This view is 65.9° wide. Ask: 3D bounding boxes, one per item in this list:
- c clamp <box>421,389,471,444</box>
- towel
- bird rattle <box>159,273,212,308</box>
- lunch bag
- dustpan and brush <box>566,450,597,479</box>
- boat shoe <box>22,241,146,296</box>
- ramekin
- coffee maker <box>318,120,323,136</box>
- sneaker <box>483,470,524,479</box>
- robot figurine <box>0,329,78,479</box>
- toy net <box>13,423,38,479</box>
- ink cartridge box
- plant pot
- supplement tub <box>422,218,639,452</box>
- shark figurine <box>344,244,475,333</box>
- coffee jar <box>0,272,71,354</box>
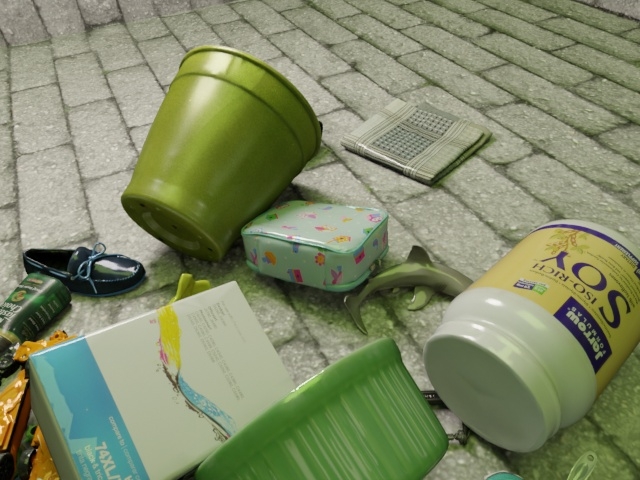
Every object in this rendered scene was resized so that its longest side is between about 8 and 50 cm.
[{"bbox_3d":[0.168,0.298,0.785,0.161,0.022,0.137,-7,36,-3],"label":"c clamp"},{"bbox_3d":[0.274,-0.298,1.396,0.312,0.056,0.324,31,52,32],"label":"towel"},{"bbox_3d":[-0.223,0.191,0.857,0.207,0.143,0.253,16,47,-3],"label":"bird rattle"},{"bbox_3d":[0.000,0.000,1.020,0.279,0.108,0.224,11,28,27],"label":"lunch bag"},{"bbox_3d":[0.309,0.368,0.665,0.211,0.060,0.147,-33,50,-27],"label":"dustpan and brush"},{"bbox_3d":[-0.504,0.061,1.036,0.258,0.089,0.109,-2,43,1],"label":"boat shoe"},{"bbox_3d":[0.013,0.271,0.620,0.303,0.303,0.148,-27,68,-23],"label":"ramekin"},{"bbox_3d":[-0.083,-0.317,1.394,0.178,0.120,0.171,27,50,28],"label":"coffee maker"},{"bbox_3d":[0.285,0.393,0.559,0.107,0.110,0.275,-27,63,-14],"label":"sneaker"},{"bbox_3d":[-0.425,0.266,0.746,0.211,0.085,0.291,-6,43,-3],"label":"robot figurine"},{"bbox_3d":[-0.558,0.330,0.781,0.232,0.045,0.122,0,43,4],"label":"toy net"},{"bbox_3d":[-0.207,0.216,0.660,0.270,0.198,0.197,-20,68,-38],"label":"ink cartridge box"},{"bbox_3d":[-0.234,-0.158,1.079,0.366,0.366,0.353,16,64,21],"label":"plant pot"},{"bbox_3d":[0.346,0.138,0.780,0.331,0.241,0.241,-33,50,-29],"label":"supplement tub"},{"bbox_3d":[0.162,0.065,0.971,0.278,0.116,0.166,-10,42,-10],"label":"shark figurine"},{"bbox_3d":[-0.579,0.152,0.950,0.096,0.079,0.184,10,45,15],"label":"coffee jar"}]
